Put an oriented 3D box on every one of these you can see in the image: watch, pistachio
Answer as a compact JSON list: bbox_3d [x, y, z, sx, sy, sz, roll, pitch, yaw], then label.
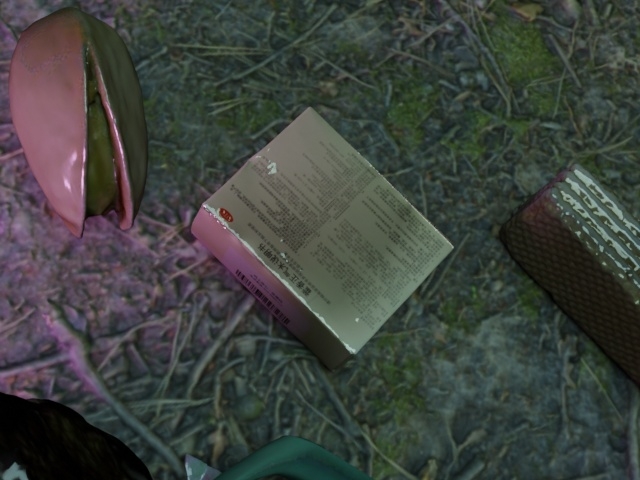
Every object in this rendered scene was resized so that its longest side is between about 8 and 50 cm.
[{"bbox_3d":[-0.022,0.289,0.969,0.237,0.068,0.195,38,67,-22],"label":"watch"},{"bbox_3d":[-0.233,-0.115,1.024,0.126,0.152,0.223,-11,94,-22],"label":"pistachio"}]

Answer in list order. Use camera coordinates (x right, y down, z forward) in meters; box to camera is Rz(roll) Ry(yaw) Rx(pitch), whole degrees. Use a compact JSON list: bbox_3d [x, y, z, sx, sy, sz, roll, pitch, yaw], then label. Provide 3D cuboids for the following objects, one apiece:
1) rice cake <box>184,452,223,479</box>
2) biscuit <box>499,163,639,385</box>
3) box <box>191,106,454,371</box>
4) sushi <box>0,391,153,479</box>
[{"bbox_3d":[-0.154,0.332,0.953,0.081,0.051,0.290,34,66,-13],"label":"rice cake"},{"bbox_3d":[0.377,0.104,1.122,0.426,0.144,0.078,46,66,1],"label":"biscuit"},{"bbox_3d":[0.000,0.000,1.076,0.212,0.095,0.168,45,66,2],"label":"box"},{"bbox_3d":[-0.282,0.269,0.791,0.281,0.294,0.299,41,86,14],"label":"sushi"}]
